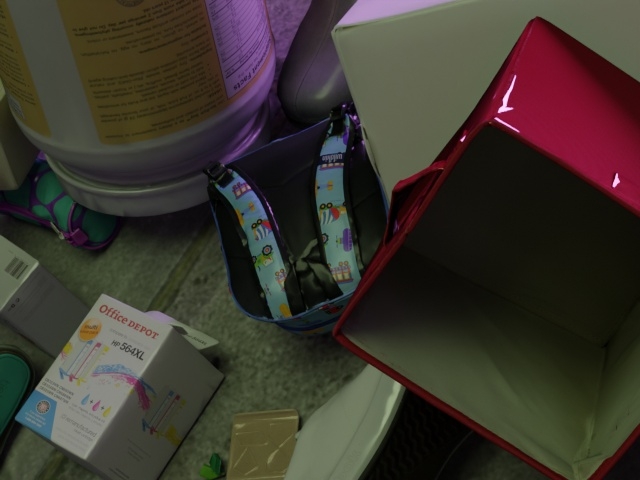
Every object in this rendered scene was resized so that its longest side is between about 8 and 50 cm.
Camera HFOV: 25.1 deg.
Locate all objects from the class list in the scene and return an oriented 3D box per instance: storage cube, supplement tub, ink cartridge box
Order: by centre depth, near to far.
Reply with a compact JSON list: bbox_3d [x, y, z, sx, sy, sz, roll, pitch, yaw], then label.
[{"bbox_3d":[0.149,0.002,0.914,0.184,0.215,0.193,-56,1,31],"label":"storage cube"},{"bbox_3d":[-0.157,0.119,1.171,0.092,0.090,0.143,21,71,37],"label":"ink cartridge box"},{"bbox_3d":[-0.168,-0.209,1.207,0.241,0.331,0.241,-6,42,5],"label":"supplement tub"}]

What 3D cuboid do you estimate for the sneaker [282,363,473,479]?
[{"bbox_3d":[0.050,0.115,1.054,0.123,0.106,0.290,2,47,54],"label":"sneaker"}]

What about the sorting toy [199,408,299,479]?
[{"bbox_3d":[-0.056,0.166,1.136,0.083,0.012,0.062,-8,61,20],"label":"sorting toy"}]

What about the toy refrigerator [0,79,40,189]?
[{"bbox_3d":[-0.299,-0.167,1.379,0.102,0.094,0.269,1,40,15],"label":"toy refrigerator"}]

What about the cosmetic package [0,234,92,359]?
[{"bbox_3d":[-0.316,0.020,1.320,0.239,0.099,0.060,28,77,39],"label":"cosmetic package"}]

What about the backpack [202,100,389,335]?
[{"bbox_3d":[0.000,0.000,1.148,0.158,0.117,0.173,-24,50,12],"label":"backpack"}]

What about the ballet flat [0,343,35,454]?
[{"bbox_3d":[-0.313,0.187,1.238,0.068,0.072,0.213,-11,49,56],"label":"ballet flat"}]

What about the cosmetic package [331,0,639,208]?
[{"bbox_3d":[0.217,-0.125,1.031,0.365,0.197,0.155,-9,23,21],"label":"cosmetic package"}]

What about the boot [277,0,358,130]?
[{"bbox_3d":[0.017,-0.283,1.259,0.118,0.223,0.338,10,64,32],"label":"boot"}]

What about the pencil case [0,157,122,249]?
[{"bbox_3d":[-0.259,-0.039,1.350,0.151,0.064,0.070,17,50,36],"label":"pencil case"}]
